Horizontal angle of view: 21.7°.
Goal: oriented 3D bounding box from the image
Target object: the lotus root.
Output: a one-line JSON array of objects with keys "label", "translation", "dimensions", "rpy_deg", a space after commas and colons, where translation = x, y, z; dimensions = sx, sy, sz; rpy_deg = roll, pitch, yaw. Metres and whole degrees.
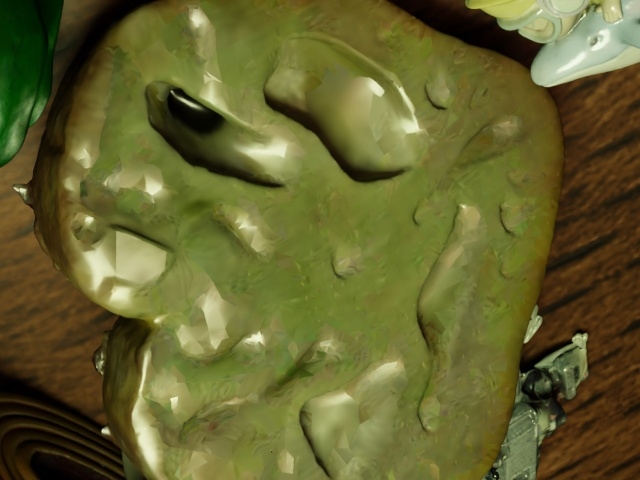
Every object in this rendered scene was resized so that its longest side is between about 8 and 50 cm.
[{"label": "lotus root", "translation": [0.000, 0.000, 1.104], "dimensions": [0.375, 0.111, 0.390], "rpy_deg": [-34, 105, -21]}]

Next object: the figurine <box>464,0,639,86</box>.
[{"label": "figurine", "translation": [0.182, -0.197, 1.085], "dimensions": [0.184, 0.128, 0.208], "rpy_deg": [13, 108, -14]}]

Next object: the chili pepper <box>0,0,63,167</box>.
[{"label": "chili pepper", "translation": [-0.249, -0.097, 1.027], "dimensions": [0.165, 0.174, 0.261], "rpy_deg": [14, 112, -15]}]

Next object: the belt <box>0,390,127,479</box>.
[{"label": "belt", "translation": [-0.158, 0.247, 1.211], "dimensions": [0.122, 0.217, 0.339], "rpy_deg": [-43, 119, 15]}]

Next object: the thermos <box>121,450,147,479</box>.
[{"label": "thermos", "translation": [-0.045, 0.159, 1.247], "dimensions": [0.193, 0.105, 0.137], "rpy_deg": [10, 95, -25]}]

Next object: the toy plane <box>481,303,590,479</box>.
[{"label": "toy plane", "translation": [0.141, 0.169, 1.300], "dimensions": [0.192, 0.088, 0.262], "rpy_deg": [-30, 127, -22]}]
